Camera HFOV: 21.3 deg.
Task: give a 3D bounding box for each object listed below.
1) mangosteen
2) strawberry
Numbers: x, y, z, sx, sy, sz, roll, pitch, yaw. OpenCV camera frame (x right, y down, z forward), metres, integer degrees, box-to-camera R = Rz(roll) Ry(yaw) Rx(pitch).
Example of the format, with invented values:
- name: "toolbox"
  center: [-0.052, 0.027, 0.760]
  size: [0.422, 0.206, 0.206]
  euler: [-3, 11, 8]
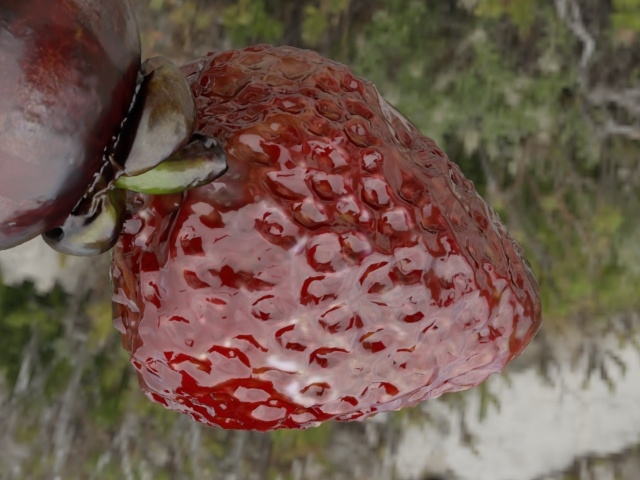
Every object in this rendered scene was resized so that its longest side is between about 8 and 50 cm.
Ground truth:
- name: "mangosteen"
  center: [-0.178, -0.087, 1.054]
  size: [0.258, 0.215, 0.215]
  euler: [18, 141, -24]
- name: "strawberry"
  center: [-0.010, -0.009, 1.243]
  size: [0.310, 0.291, 0.291]
  euler: [-15, 137, 4]
